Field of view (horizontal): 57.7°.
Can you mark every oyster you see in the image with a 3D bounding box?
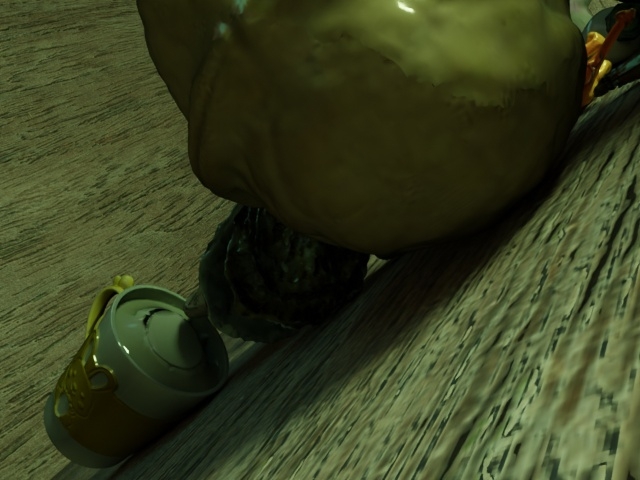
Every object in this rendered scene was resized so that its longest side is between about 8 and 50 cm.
[{"bbox_3d":[-0.018,-0.032,0.700,0.158,0.162,0.351,-11,39,31],"label":"oyster"}]

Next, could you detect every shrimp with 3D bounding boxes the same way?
[{"bbox_3d":[0.327,-0.183,0.573,0.127,0.025,0.091,-34,3,23],"label":"shrimp"}]

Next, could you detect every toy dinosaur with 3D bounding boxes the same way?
[{"bbox_3d":[0.293,-0.183,0.701,0.117,0.070,0.288,-50,-4,4],"label":"toy dinosaur"}]

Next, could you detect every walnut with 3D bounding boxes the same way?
[{"bbox_3d":[0.043,-0.162,0.491,0.381,0.381,0.381,-39,1,1],"label":"walnut"}]

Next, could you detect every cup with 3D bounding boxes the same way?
[{"bbox_3d":[-0.275,0.175,0.824,0.226,0.241,0.185,-46,-31,19],"label":"cup"}]

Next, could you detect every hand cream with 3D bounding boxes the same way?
[{"bbox_3d":[0.418,-0.280,0.930,0.121,0.076,0.336,-40,-6,2],"label":"hand cream"}]

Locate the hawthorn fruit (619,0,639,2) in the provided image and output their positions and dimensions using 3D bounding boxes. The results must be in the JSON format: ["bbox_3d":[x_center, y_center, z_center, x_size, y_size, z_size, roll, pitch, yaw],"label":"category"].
[{"bbox_3d":[0.478,-0.516,0.734,0.402,0.403,0.403,-39,1,1],"label":"hawthorn fruit"}]

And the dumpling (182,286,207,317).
[{"bbox_3d":[-0.060,0.053,0.828,0.293,0.163,0.205,-30,-25,-35],"label":"dumpling"}]

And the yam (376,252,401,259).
[{"bbox_3d":[0.101,-0.013,0.679,0.043,0.043,0.094,-40,0,-44],"label":"yam"}]

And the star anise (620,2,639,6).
[{"bbox_3d":[0.593,-0.431,1.021,0.208,0.063,0.172,-38,3,44],"label":"star anise"}]

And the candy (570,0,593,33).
[{"bbox_3d":[0.471,-0.383,1.181,0.195,0.137,0.185,-41,2,-37],"label":"candy"}]
